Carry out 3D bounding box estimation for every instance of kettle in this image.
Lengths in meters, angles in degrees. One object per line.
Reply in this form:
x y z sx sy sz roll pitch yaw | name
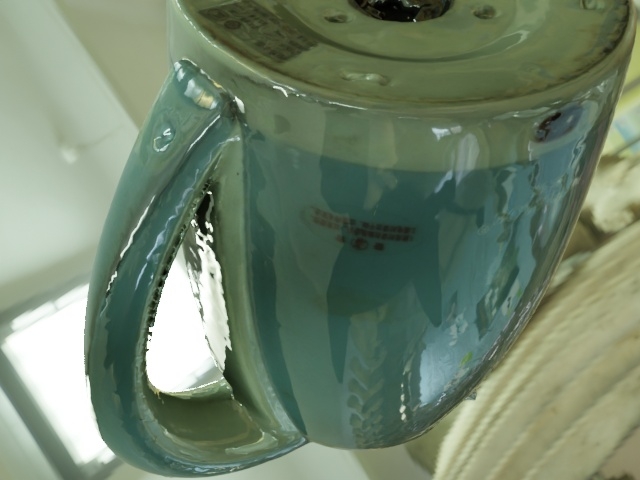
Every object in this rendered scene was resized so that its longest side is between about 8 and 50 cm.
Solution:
0.000 0.000 0.745 0.247 0.320 0.342 45 144 36 | kettle

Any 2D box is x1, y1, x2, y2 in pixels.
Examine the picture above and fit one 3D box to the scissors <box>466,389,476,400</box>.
0.044 0.085 1.046 0.360 0.029 0.191 33 -118 -52 | scissors
